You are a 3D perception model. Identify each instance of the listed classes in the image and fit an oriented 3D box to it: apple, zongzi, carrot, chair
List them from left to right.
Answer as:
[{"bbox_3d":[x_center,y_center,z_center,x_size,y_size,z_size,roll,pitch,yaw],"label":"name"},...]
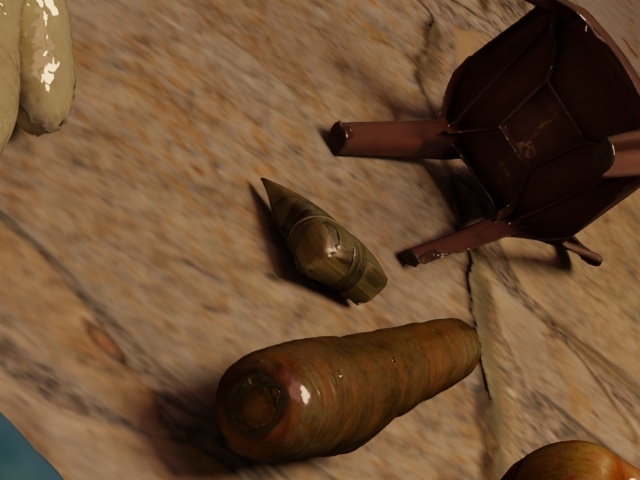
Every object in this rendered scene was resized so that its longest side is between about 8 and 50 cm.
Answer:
[{"bbox_3d":[0.000,0.000,1.080,0.076,0.040,0.083,33,13,-48],"label":"zongzi"},{"bbox_3d":[0.029,0.082,0.986,0.070,0.070,0.342,58,20,11],"label":"carrot"},{"bbox_3d":[0.173,-0.078,1.292,0.326,0.183,0.176,-7,64,-60],"label":"chair"},{"bbox_3d":[0.159,0.187,1.019,0.126,0.102,0.126,38,30,-27],"label":"apple"}]

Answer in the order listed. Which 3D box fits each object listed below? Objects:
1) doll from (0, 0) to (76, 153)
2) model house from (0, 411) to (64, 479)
[{"bbox_3d":[-0.194,-0.152,0.871,0.149,0.175,0.278,10,43,0],"label":"doll"},{"bbox_3d":[-0.171,0.171,0.342,0.215,0.237,0.303,49,27,-3],"label":"model house"}]
